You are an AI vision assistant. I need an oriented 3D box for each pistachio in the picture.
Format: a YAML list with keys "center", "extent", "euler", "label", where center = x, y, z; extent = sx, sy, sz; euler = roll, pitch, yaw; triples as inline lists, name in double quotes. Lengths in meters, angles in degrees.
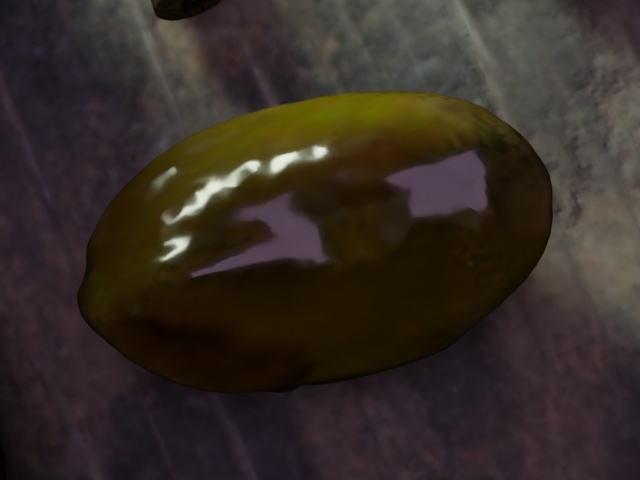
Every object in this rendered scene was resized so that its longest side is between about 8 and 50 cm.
- center: [-0.002, -0.002, 0.560]
  extent: [0.189, 0.100, 0.110]
  euler: [-19, 58, 11]
  label: "pistachio"

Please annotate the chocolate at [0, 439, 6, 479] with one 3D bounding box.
- center: [-0.196, 0.099, 0.540]
  extent: [0.176, 0.177, 0.177]
  euler: [-1, 81, 5]
  label: "chocolate"

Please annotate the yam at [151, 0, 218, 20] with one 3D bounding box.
- center: [-0.118, -0.251, 0.632]
  extent: [0.045, 0.045, 0.327]
  euler: [-31, 78, 40]
  label: "yam"
